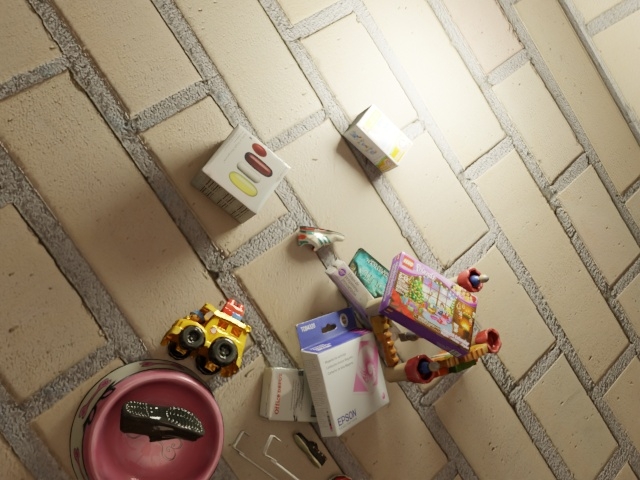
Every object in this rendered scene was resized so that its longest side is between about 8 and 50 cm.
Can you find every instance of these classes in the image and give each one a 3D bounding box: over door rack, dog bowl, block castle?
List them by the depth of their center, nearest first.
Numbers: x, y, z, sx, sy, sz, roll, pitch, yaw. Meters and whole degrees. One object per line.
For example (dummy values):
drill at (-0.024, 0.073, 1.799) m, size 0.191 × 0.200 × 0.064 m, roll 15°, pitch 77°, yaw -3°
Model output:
dog bowl at (-0.438, 0.520, 1.577) m, size 0.407 × 0.150 × 0.408 m, roll 5°, pitch 78°, yaw -25°
over door rack at (-0.109, 0.682, 1.658) m, size 0.108 × 0.239 × 0.324 m, roll -43°, pitch 101°, yaw -31°
block castle at (0.386, 0.271, 1.918) m, size 0.453 × 0.212 × 0.303 m, roll -9°, pitch 81°, yaw -42°

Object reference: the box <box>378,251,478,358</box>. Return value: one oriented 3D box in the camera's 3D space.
box at (0.322, 0.188, 1.759) m, size 0.293 × 0.057 × 0.201 m, roll 31°, pitch 51°, yaw -13°

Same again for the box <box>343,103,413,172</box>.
box at (0.199, -0.347, 2.058) m, size 0.203 × 0.103 × 0.114 m, roll 42°, pitch 67°, yaw -13°

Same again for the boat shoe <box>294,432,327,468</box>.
boat shoe at (-0.031, 0.627, 1.809) m, size 0.042 × 0.049 × 0.133 m, roll -44°, pitch 103°, yaw -30°

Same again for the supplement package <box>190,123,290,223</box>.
supplement package at (-0.240, -0.196, 1.796) m, size 0.203 × 0.149 × 0.194 m, roll 39°, pitch 67°, yaw -14°

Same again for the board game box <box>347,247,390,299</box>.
board game box at (0.170, 0.130, 2.003) m, size 0.186 × 0.026 × 0.126 m, roll 39°, pitch 67°, yaw -15°

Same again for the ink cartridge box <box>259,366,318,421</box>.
ink cartridge box at (-0.069, 0.462, 1.796) m, size 0.208 × 0.087 × 0.153 m, roll 11°, pitch 76°, yaw -25°

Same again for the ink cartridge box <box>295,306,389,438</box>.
ink cartridge box at (0.076, 0.381, 1.812) m, size 0.324 × 0.071 × 0.330 m, roll -9°, pitch 86°, yaw -56°

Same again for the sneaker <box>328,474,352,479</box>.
sneaker at (0.020, 0.824, 1.758) m, size 0.107 × 0.118 × 0.279 m, roll 34°, pitch 68°, yaw -16°

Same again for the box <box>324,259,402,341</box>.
box at (0.141, 0.203, 1.936) m, size 0.063 × 0.067 × 0.324 m, roll -42°, pitch 104°, yaw -11°

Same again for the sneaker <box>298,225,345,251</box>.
sneaker at (0.000, 0.000, 1.937) m, size 0.161 × 0.057 × 0.075 m, roll 10°, pitch 94°, yaw -25°

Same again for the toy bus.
toy bus at (-0.310, 0.253, 1.698) m, size 0.220 × 0.149 × 0.211 m, roll 30°, pitch 57°, yaw -15°

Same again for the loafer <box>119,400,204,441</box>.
loafer at (-0.397, 0.460, 1.491) m, size 0.220 × 0.080 × 0.078 m, roll 23°, pitch 105°, yaw -22°
